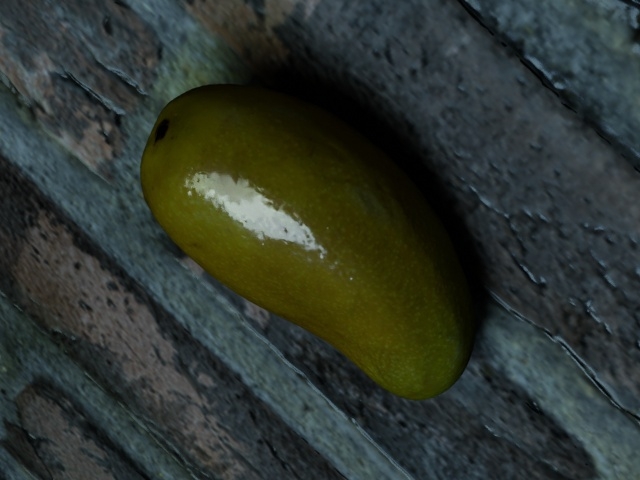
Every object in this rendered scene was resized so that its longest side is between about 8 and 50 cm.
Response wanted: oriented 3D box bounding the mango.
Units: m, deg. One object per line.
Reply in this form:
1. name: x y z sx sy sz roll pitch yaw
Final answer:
1. mango: 0.000 0.000 0.974 0.227 0.099 0.136 43 139 -10
